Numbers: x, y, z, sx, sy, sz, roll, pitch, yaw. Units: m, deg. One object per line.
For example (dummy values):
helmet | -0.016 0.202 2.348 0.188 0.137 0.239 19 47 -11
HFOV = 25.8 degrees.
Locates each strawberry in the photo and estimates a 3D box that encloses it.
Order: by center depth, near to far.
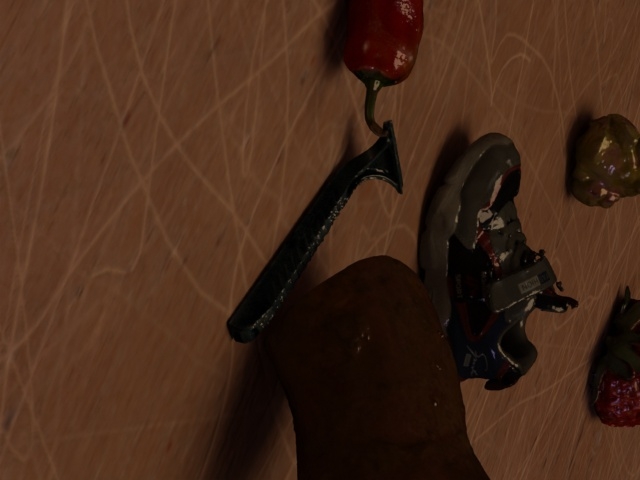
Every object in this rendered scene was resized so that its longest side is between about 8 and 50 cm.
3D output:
strawberry | 0.420 0.187 1.812 0.174 0.098 0.228 -58 148 -30

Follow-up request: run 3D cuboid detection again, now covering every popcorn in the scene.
popcorn | 0.310 -0.087 1.475 0.109 0.089 0.097 68 33 -46

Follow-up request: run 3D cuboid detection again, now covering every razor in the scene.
razor | -0.005 -0.002 0.954 0.190 0.033 0.066 -51 146 -30

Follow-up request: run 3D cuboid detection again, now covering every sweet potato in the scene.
sweet potato | 0.058 0.182 0.901 0.131 0.131 0.336 44 25 -61

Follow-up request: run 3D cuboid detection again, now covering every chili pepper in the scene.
chili pepper | 0.044 -0.160 0.942 0.059 0.050 0.191 42 54 -58

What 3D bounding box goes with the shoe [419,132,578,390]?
shoe | 0.151 0.028 1.169 0.099 0.126 0.227 -15 118 -58
